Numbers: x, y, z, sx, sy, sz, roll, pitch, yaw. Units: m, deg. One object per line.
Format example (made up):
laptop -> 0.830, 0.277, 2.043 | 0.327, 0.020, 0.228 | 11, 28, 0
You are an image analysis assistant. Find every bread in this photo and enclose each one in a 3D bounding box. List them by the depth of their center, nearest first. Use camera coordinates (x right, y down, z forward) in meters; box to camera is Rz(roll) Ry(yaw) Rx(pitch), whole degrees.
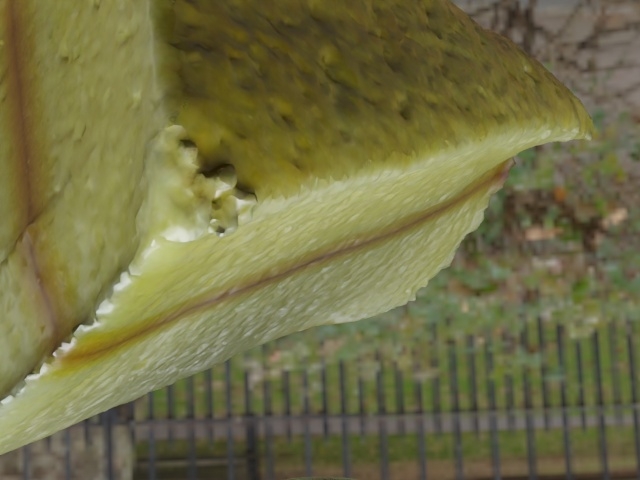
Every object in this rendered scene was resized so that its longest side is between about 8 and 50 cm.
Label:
bread -> 0.000, 0.000, 0.731 | 0.362, 0.244, 0.233 | 19, 133, -37

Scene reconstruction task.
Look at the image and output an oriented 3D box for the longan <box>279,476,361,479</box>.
longan -> 0.011, 0.216, 0.684 | 0.248, 0.248, 0.248 | -2, 169, 0
